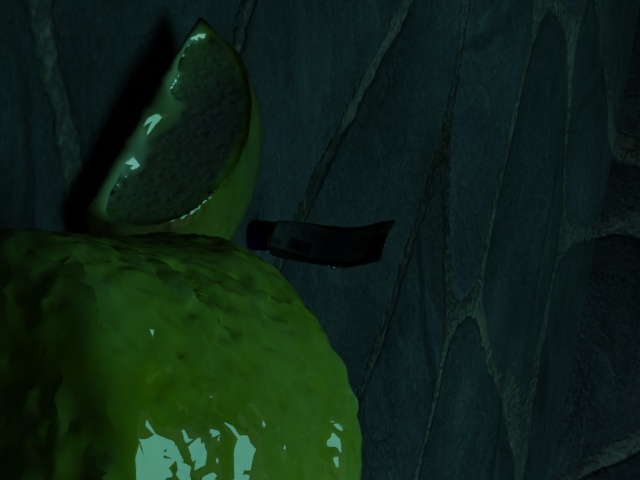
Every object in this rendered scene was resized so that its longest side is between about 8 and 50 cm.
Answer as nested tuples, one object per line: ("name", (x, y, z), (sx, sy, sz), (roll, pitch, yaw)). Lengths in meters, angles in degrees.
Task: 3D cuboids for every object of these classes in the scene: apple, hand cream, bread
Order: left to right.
("bread", (-0.171, 0.147, 1.177), (0.308, 0.348, 0.348), (21, 78, -58))
("apple", (-0.118, -0.046, 1.521), (0.193, 0.120, 0.265), (89, 22, -53))
("hand cream", (0.000, 0.000, 1.770), (0.062, 0.163, 0.039), (-63, 147, -40))
